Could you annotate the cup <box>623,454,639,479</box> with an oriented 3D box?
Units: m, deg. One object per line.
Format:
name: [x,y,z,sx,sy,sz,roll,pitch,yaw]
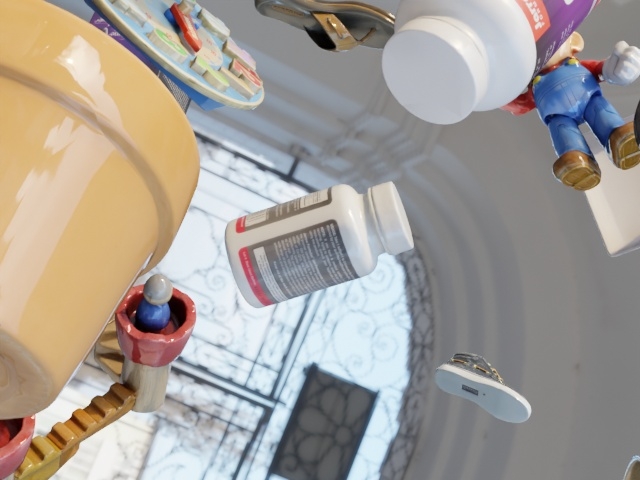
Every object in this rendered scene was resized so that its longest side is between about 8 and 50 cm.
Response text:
cup: [0.476,0.432,1.113,0.331,0.237,0.331,6,90,-80]

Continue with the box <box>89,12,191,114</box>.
box: [-0.274,-0.233,1.397,0.108,0.153,0.207,70,27,-53]

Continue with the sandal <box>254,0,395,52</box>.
sandal: [0.009,-0.305,1.363,0.090,0.219,0.060,127,-25,-69]

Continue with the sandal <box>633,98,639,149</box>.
sandal: [0.466,-0.194,1.103,0.254,0.097,0.054,-41,165,9]

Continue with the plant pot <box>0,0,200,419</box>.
plant pot: [-0.249,-0.007,0.677,0.291,0.291,0.203,130,-23,-51]

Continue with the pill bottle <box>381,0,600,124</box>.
pill bottle: [0.212,-0.280,1.160,0.323,0.181,0.181,-48,-179,-33]

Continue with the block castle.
block castle: [-0.378,0.044,1.025,0.303,0.453,0.213,-33,152,-41]

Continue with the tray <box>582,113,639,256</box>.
tray: [0.486,-0.088,1.490,0.145,0.030,0.270,-22,-137,16]

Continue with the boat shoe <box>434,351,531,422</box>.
boat shoe: [0.301,0.254,1.707,0.083,0.183,0.065,-35,140,-47]

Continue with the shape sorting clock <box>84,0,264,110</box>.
shape sorting clock: [-0.126,-0.188,0.817,0.040,0.206,0.206,-41,-161,17]

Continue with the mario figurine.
mario figurine: [0.330,-0.234,1.373,0.170,0.198,0.320,103,-27,-50]

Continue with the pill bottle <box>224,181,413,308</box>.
pill bottle: [0.000,0.000,1.757,0.318,0.176,0.176,-18,-153,11]
